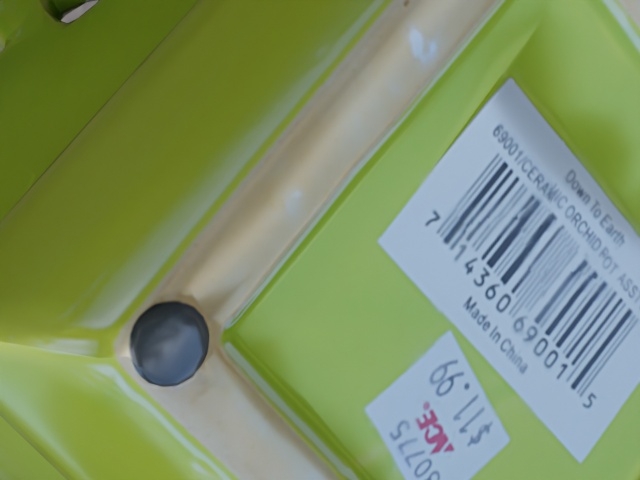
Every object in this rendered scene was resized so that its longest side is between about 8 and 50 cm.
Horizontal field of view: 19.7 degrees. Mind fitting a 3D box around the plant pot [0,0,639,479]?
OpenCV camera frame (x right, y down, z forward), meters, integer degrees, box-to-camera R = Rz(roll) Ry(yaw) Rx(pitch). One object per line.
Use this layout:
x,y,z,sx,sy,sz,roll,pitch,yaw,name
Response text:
0.000,0.000,0.499,0.228,0.227,0.207,49,163,-27,plant pot
